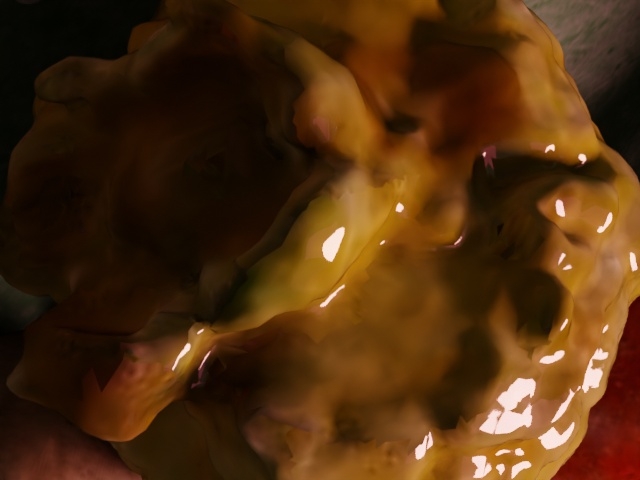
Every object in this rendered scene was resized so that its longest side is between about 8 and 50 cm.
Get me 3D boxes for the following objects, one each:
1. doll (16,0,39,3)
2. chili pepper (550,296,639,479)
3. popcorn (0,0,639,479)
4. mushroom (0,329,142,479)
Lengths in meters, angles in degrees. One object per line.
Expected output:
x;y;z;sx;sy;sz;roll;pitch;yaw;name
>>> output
-0.059;-0.159;0.756;0.079;0.094;0.180;29;104;-39;doll
0.195;0.072;1.243;0.251;0.305;0.229;-52;147;-25;chili pepper
0.000;0.000;0.800;0.224;0.258;0.270;-27;-158;54;popcorn
-0.153;0.154;0.897;0.255;0.184;0.254;-171;-90;-88;mushroom
